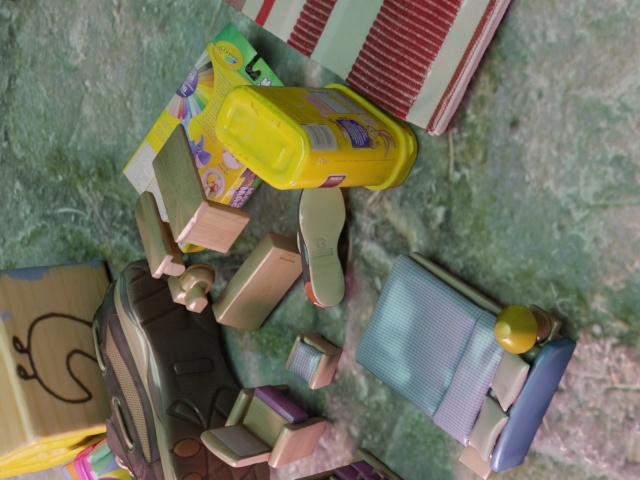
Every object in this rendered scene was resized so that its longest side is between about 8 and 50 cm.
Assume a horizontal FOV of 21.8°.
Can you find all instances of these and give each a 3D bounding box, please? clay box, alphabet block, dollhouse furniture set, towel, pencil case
[{"bbox_3d":[-0.108,-0.109,1.757,0.127,0.053,0.222,52,120,22],"label":"clay box"},{"bbox_3d":[-0.338,0.151,1.872,0.193,0.192,0.197,-28,76,38],"label":"alphabet block"},{"bbox_3d":[0.035,0.137,1.569,0.286,0.198,0.303,36,114,31],"label":"dollhouse furniture set"},{"bbox_3d":[0.048,-0.279,1.636,0.329,0.037,0.237,37,112,29],"label":"towel"},{"bbox_3d":[-0.202,0.330,1.833,0.104,0.104,0.236,-39,69,33],"label":"pencil case"},{"bbox_3d":[-0.108,-0.011,1.728,0.144,0.151,0.123,-52,39,28],"label":"dollhouse furniture set"}]

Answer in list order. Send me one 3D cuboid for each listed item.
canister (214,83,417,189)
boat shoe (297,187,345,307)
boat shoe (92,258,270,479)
[{"bbox_3d":[-0.005,-0.100,1.601,0.126,0.170,0.073,40,116,30],"label":"canister"},{"bbox_3d":[0.000,0.000,1.686,0.043,0.049,0.137,173,92,-77],"label":"boat shoe"},{"bbox_3d":[-0.155,0.198,1.784,0.130,0.132,0.355,-36,62,45],"label":"boat shoe"}]
